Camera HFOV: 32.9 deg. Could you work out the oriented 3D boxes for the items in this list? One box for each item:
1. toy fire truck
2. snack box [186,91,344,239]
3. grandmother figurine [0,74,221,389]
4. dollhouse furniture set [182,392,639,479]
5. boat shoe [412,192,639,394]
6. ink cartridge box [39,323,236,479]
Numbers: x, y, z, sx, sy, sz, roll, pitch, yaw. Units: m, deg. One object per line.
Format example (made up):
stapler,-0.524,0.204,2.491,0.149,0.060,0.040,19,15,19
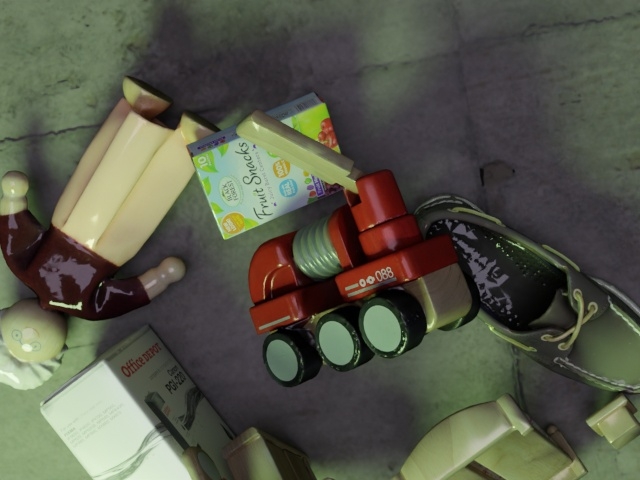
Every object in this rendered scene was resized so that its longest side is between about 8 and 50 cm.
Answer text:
toy fire truck,0.000,0.000,1.029,0.217,0.158,0.246,-23,86,45
snack box,-0.050,-0.074,1.079,0.141,0.037,0.100,-23,121,-7
grandmother figurine,-0.245,0.001,1.116,0.208,0.104,0.342,32,97,6
dollhouse furniture set,0.090,0.180,1.043,0.355,0.303,0.174,-38,55,8
boat shoe,0.217,0.063,1.077,0.305,0.091,0.109,35,100,1
ink cartridge box,-0.164,0.208,1.103,0.092,0.158,0.218,-39,92,11
